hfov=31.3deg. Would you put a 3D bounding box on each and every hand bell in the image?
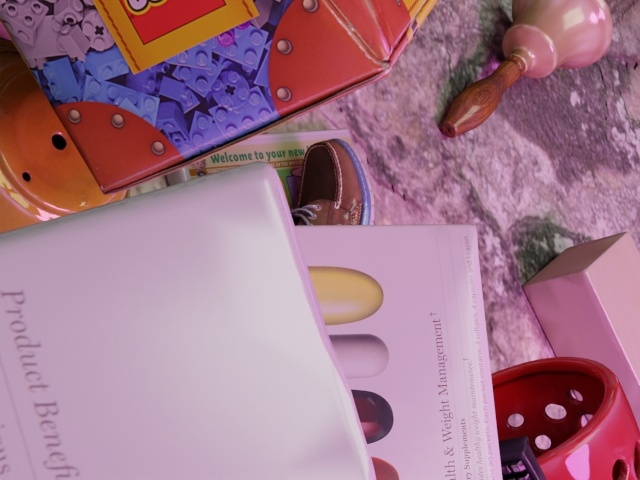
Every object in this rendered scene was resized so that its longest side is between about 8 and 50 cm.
[{"bbox_3d":[0.203,-0.183,1.230,0.242,0.126,0.126,-44,108,-35],"label":"hand bell"}]

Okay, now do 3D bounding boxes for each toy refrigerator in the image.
[{"bbox_3d":[0.327,0.138,1.224,0.102,0.094,0.269,-34,100,-41],"label":"toy refrigerator"}]

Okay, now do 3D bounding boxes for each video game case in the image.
[{"bbox_3d":[-0.025,0.005,0.951,0.212,0.023,0.193,-10,82,-47],"label":"video game case"}]

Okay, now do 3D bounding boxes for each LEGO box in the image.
[{"bbox_3d":[-0.062,-0.313,0.762,0.372,0.193,0.500,62,25,-16],"label":"LEGO box"}]

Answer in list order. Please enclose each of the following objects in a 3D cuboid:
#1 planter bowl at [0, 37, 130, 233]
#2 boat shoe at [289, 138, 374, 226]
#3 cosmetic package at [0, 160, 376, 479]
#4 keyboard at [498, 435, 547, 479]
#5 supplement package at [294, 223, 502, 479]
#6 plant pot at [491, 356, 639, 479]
[{"bbox_3d":[-0.192,-0.052,0.744,0.217,0.090,0.217,20,61,-40],"label":"planter bowl"},{"bbox_3d":[0.000,0.000,0.910,0.066,0.066,0.183,14,65,-41],"label":"boat shoe"},{"bbox_3d":[-0.210,0.146,0.437,0.453,0.161,0.230,-16,86,-17],"label":"cosmetic package"},{"bbox_3d":[0.093,0.190,0.881,0.023,0.180,0.108,-34,100,-49],"label":"keyboard"},{"bbox_3d":[-0.002,0.100,0.775,0.203,0.149,0.194,-1,73,-11],"label":"supplement package"},{"bbox_3d":[0.193,0.217,0.974,0.191,0.191,0.174,-44,112,-46],"label":"plant pot"}]
